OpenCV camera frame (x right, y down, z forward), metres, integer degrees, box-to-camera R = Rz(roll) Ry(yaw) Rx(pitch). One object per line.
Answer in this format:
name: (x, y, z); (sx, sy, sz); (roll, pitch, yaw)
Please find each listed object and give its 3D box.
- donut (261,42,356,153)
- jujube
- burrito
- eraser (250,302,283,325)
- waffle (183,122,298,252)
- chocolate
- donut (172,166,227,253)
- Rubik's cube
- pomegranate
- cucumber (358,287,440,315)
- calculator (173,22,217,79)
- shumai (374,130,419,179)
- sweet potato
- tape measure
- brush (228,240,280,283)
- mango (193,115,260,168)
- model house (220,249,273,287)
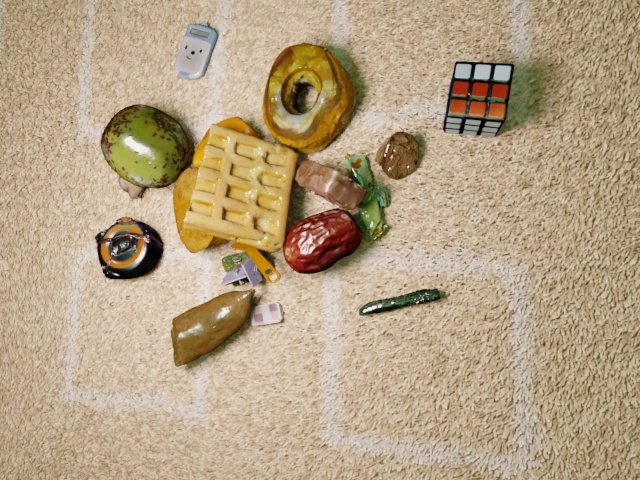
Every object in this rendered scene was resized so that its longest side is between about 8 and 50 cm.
donut: (-0.044, -0.448, 1.368); (0.329, 0.160, 0.330); (0, 91, 7)
jujube: (0.000, 0.000, 1.320); (0.243, 0.183, 0.183); (-32, 80, 10)
burrito: (0.156, -0.147, 1.358); (0.104, 0.054, 0.288); (-16, 82, 11)
eraser: (-0.177, 0.243, 1.431); (0.105, 0.026, 0.065); (-12, 81, 13)
waffle: (-0.222, -0.160, 1.303); (0.304, 0.077, 0.349); (14, 73, -19)
chocolate: (0.029, -0.163, 1.301); (0.214, 0.148, 0.093); (37, 102, 53)
donut: (-0.373, -0.101, 1.415); (0.277, 0.108, 0.278); (6, 99, 43)
Rubik's cube: (0.444, -0.400, 1.242); (0.163, 0.162, 0.161); (9, 90, 15)
pomegranate: (-0.602, -0.279, 1.468); (0.285, 0.285, 0.341); (52, 125, 11)
cucumber: (0.236, 0.188, 1.324); (0.256, 0.043, 0.044); (-15, 78, 13)
calculator: (-0.442, -0.672, 1.540); (0.121, 0.039, 0.210); (22, 92, 13)
shumai: (0.234, -0.270, 1.330); (0.123, 0.139, 0.105); (-8, 51, -14)
sweet potato: (-0.349, 0.270, 1.417); (0.369, 0.158, 0.158); (-29, 81, 4)
tape measure: (-0.667, 0.030, 1.509); (0.222, 0.135, 0.202); (-23, 73, 6)
brush: (-0.208, 0.042, 1.361); (0.090, 0.017, 0.314); (-35, 45, -13)
mango: (-0.324, -0.312, 1.448); (0.252, 0.126, 0.154); (-31, 69, 11)
model house: (-0.248, 0.097, 1.407); (0.166, 0.088, 0.117); (-18, 105, 13)
